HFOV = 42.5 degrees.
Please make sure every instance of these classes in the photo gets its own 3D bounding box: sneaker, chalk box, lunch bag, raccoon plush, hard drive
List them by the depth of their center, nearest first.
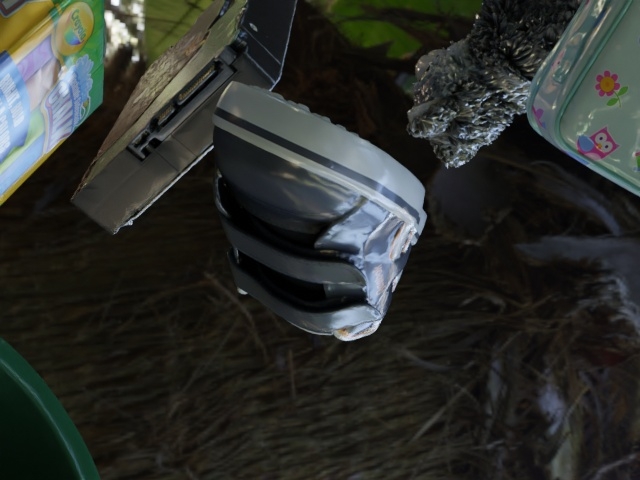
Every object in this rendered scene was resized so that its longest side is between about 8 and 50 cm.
[{"bbox_3d":[0.000,0.000,0.569,0.126,0.321,0.127,27,-92,19],"label":"sneaker"},{"bbox_3d":[-0.271,-0.145,0.583,0.289,0.180,0.179,-55,179,-26],"label":"chalk box"},{"bbox_3d":[0.361,-0.194,0.859,0.279,0.224,0.108,-61,-165,16],"label":"lunch bag"},{"bbox_3d":[-0.129,-0.174,0.881,0.237,0.064,0.339,-39,-157,23],"label":"hard drive"},{"bbox_3d":[0.305,-0.219,1.092,0.299,0.216,0.446,-59,-146,-4],"label":"raccoon plush"}]

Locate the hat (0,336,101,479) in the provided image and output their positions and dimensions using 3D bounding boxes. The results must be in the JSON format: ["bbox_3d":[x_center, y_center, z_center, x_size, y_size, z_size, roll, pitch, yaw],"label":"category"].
[{"bbox_3d":[-0.199,0.147,0.322,0.183,0.173,0.208,-29,-82,16],"label":"hat"}]
